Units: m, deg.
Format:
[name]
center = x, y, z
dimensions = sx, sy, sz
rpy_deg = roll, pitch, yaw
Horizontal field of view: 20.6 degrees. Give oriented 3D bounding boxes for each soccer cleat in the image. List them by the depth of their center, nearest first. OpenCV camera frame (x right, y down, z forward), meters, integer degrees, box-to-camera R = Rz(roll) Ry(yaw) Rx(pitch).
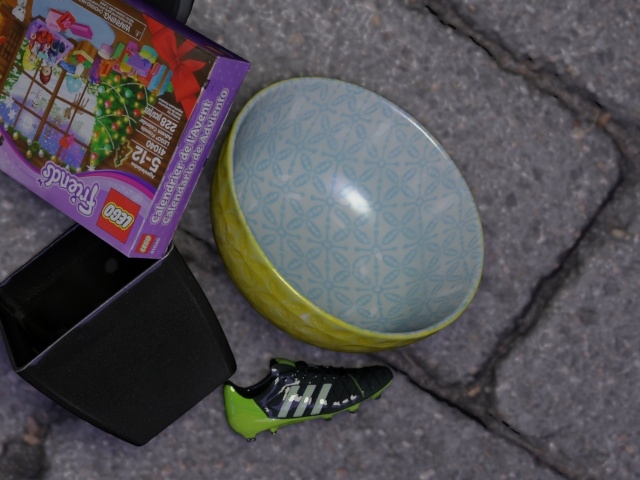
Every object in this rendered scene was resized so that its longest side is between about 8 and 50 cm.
[soccer cleat]
center = -0.014, 0.152, 1.820
dimensions = 0.179, 0.060, 0.072
rpy_deg = -16, 101, -3

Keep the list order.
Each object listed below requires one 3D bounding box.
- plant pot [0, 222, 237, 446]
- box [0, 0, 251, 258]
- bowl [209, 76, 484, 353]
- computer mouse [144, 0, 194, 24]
[plant pot]
center = -0.191, 0.087, 1.723
dimensions = 0.188, 0.187, 0.167
rpy_deg = -38, 118, -1
[box]
center = -0.222, -0.138, 1.627
dimensions = 0.293, 0.057, 0.201
rpy_deg = 32, 104, 29
[bowl]
center = 0.000, 0.000, 1.725
dimensions = 0.289, 0.289, 0.156
rpy_deg = 32, 137, -13
[computer mouse]
center = -0.194, -0.323, 1.677
dimensions = 0.188, 0.072, 0.272
rpy_deg = -19, 104, 32
